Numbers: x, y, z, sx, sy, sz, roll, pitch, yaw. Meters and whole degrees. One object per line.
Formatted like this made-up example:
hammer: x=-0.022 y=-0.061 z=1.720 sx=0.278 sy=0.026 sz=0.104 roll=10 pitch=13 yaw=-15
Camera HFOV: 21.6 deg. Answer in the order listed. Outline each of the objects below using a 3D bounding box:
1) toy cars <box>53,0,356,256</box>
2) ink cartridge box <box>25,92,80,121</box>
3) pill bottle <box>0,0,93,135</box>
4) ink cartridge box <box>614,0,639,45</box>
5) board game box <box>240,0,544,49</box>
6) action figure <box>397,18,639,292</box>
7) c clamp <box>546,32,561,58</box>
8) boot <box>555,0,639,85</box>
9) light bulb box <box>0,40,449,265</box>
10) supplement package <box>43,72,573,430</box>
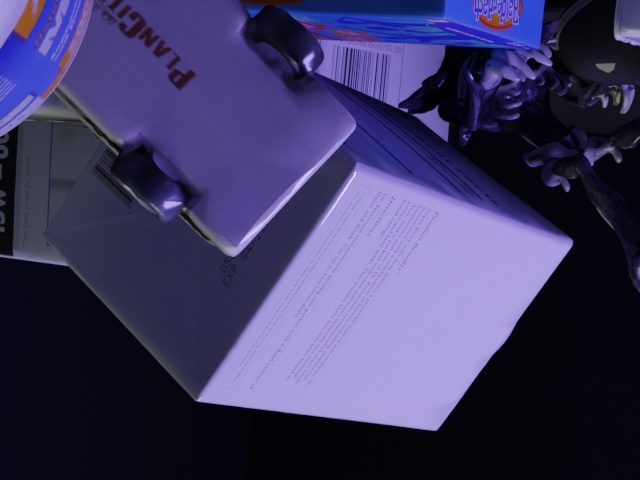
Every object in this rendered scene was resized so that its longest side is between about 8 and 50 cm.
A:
toy cars: x=-0.182 y=-0.092 z=0.698 sx=0.393 sy=0.177 sz=0.087 roll=4 pitch=179 yaw=-12
ink cartridge box: x=-0.278 y=-0.143 z=1.050 sx=0.278 sy=0.117 sz=0.201 roll=4 pitch=-178 yaw=-41
pill bottle: x=-0.151 y=-0.099 z=0.503 sx=0.152 sy=0.152 sz=0.272 roll=5 pitch=-178 yaw=-4
ink cartridge box: x=0.191 y=-0.099 z=0.613 sx=0.150 sy=0.063 sz=0.109 roll=5 pitch=-175 yaw=18
board game box: x=0.015 y=-0.154 z=1.050 sx=0.210 sy=0.047 sz=0.160 roll=7 pitch=-177 yaw=28
action figure: x=0.170 y=-0.101 z=1.166 sx=0.164 sy=0.141 sz=0.276 roll=-28 pitch=-119 yaw=-31
c clamp: x=0.212 y=-0.165 z=1.422 sx=0.137 sy=0.022 sz=0.160 roll=0 pitch=180 yaw=-2
boot: x=0.196 y=-0.089 z=0.873 sx=0.198 sy=0.077 sz=0.137 roll=-7 pitch=-146 yaw=38
light bulb box: x=-0.128 y=-0.089 z=1.453 sx=0.361 sy=0.225 sz=0.358 roll=7 pitch=-177 yaw=31
supplement package: x=0.000 y=0.000 z=1.123 sx=0.175 sy=0.177 sz=0.293 roll=42 pitch=-166 yaw=32
